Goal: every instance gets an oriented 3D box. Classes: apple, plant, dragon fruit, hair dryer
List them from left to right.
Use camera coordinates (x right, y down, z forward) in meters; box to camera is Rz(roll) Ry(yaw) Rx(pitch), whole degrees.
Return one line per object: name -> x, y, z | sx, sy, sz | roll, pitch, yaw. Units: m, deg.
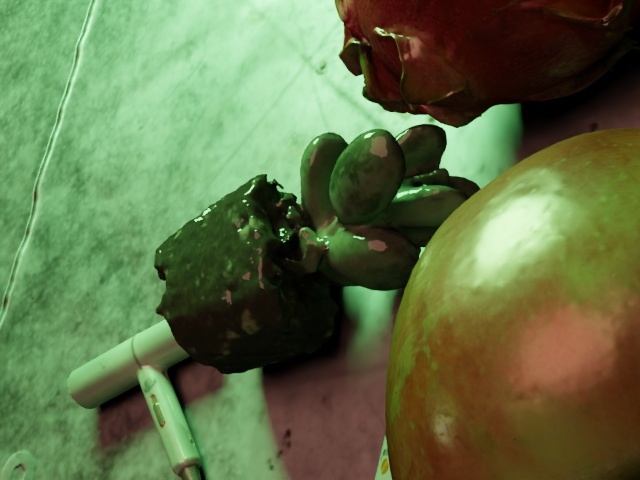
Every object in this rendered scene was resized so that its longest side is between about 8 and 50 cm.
hair dryer -> -0.147, 0.166, 1.421 | 0.155, 0.044, 0.183 | -29, 57, 28
plant -> 0.000, 0.001, 1.307 | 0.274, 0.146, 0.149 | -31, 67, 28
dragon fruit -> 0.150, -0.226, 1.243 | 0.315, 0.250, 0.250 | -16, 59, 11
apple -> 0.190, 0.088, 1.008 | 0.319, 0.319, 0.277 | -40, 28, 17

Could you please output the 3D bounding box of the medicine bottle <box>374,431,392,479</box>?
medicine bottle -> 0.096, 0.140, 1.200 | 0.095, 0.095, 0.260 | 3, 70, 39
